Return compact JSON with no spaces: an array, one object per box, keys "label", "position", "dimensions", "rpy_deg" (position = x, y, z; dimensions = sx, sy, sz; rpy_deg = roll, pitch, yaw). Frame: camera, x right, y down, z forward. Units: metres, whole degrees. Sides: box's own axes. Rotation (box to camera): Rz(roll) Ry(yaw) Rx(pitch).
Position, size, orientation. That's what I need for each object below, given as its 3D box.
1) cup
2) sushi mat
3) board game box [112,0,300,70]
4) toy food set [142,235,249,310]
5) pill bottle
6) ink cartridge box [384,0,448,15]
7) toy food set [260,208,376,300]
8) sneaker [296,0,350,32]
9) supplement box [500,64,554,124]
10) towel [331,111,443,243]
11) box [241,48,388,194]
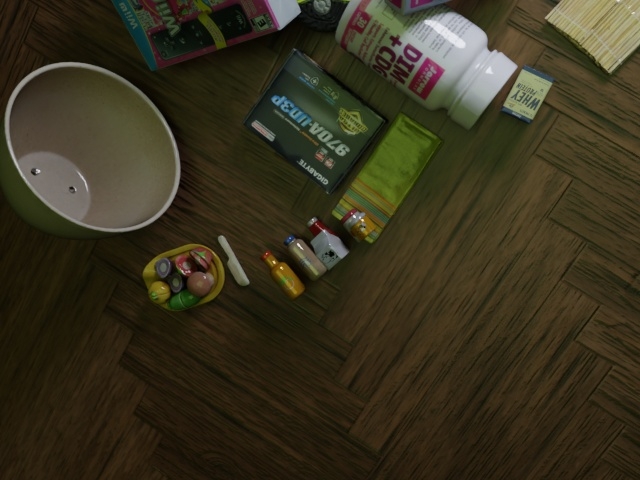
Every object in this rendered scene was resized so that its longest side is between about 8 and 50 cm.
[{"label":"cup","position":[-0.472,-0.133,1.338],"dimensions":[0.237,0.331,0.331],"rpy_deg":[-26,94,42]},{"label":"sushi mat","position":[0.541,-0.441,1.163],"dimensions":[0.151,0.019,0.316],"rpy_deg":[44,106,4]},{"label":"board game box","position":[-0.219,-0.443,1.222],"dimensions":[0.303,0.097,0.224],"rpy_deg":[-6,125,34]},{"label":"toy food set","position":[-0.270,0.076,1.428],"dimensions":[0.218,0.071,0.128],"rpy_deg":[-20,95,16]},{"label":"pill bottle","position":[0.180,-0.323,1.198],"dimensions":[0.283,0.160,0.160],"rpy_deg":[37,106,5]},{"label":"ink cartridge box","position":[0.247,-0.478,1.078],"dimensions":[0.311,0.186,0.065],"rpy_deg":[-25,53,-19]},{"label":"toy food set","position":[0.000,0.000,1.322],"dimensions":[0.104,0.111,0.232],"rpy_deg":[49,122,2]},{"label":"sneaker","position":[-0.061,-0.547,1.235],"dimensions":[0.145,0.147,0.385],"rpy_deg":[-29,111,19]},{"label":"supplement box","position":[0.354,-0.250,1.210],"dimensions":[0.056,0.083,0.083],"rpy_deg":[28,106,8]},{"label":"towel","position":[0.123,-0.115,1.324],"dimensions":[0.102,0.021,0.237],"rpy_deg":[35,106,5]},{"label":"box","position":[-0.010,-0.222,1.321],"dimensions":[0.220,0.051,0.175],"rpy_deg":[40,106,4]}]
